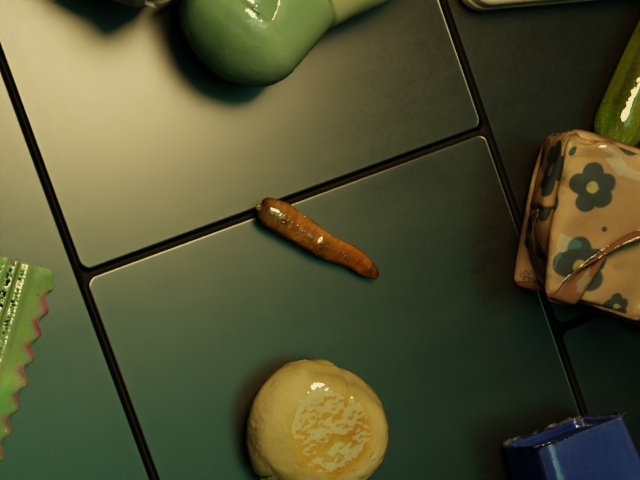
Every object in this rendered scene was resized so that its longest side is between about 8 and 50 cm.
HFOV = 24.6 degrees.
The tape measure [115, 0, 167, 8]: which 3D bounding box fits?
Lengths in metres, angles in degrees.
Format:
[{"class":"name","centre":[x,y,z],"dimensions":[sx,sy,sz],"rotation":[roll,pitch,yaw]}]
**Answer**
[{"class":"tape measure","centre":[-0.197,-0.334,1.487],"dimensions":[0.236,0.120,0.197],"rotation":[21,64,18]}]

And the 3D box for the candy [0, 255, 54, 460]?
[{"class":"candy","centre":[-0.455,0.094,1.389],"dimensions":[0.397,0.172,0.263],"rotation":[21,85,-29]}]

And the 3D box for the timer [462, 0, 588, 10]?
[{"class":"timer","centre":[0.275,-0.364,1.697],"dimensions":[0.253,0.078,0.178],"rotation":[-9,91,-19]}]

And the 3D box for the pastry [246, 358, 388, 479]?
[{"class":"pastry","centre":[-0.003,0.205,1.570],"dimensions":[0.156,0.092,0.156],"rotation":[0,89,-11]}]

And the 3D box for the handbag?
[{"class":"handbag","centre":[0.349,0.000,1.653],"dimensions":[0.251,0.190,0.193],"rotation":[18,88,-9]}]

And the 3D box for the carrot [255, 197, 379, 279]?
[{"class":"carrot","centre":[-0.001,0.001,1.610],"dimensions":[0.165,0.035,0.036],"rotation":[32,78,-17]}]

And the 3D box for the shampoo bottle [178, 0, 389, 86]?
[{"class":"shampoo bottle","centre":[-0.009,-0.313,1.559],"dimensions":[0.222,0.151,0.349],"rotation":[41,77,-4]}]

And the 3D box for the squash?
[{"class":"squash","centre":[0.385,-0.207,1.726],"dimensions":[0.066,0.066,0.229],"rotation":[27,86,-16]}]

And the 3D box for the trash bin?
[{"class":"trash bin","centre":[0.295,0.322,1.634],"dimensions":[0.184,0.162,0.235],"rotation":[-17,88,-19]}]
